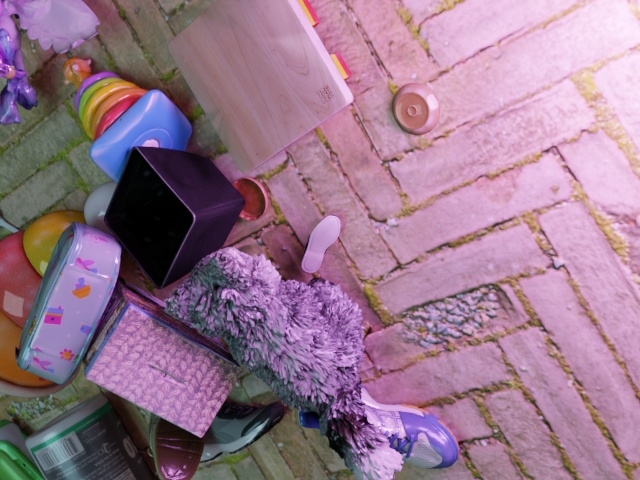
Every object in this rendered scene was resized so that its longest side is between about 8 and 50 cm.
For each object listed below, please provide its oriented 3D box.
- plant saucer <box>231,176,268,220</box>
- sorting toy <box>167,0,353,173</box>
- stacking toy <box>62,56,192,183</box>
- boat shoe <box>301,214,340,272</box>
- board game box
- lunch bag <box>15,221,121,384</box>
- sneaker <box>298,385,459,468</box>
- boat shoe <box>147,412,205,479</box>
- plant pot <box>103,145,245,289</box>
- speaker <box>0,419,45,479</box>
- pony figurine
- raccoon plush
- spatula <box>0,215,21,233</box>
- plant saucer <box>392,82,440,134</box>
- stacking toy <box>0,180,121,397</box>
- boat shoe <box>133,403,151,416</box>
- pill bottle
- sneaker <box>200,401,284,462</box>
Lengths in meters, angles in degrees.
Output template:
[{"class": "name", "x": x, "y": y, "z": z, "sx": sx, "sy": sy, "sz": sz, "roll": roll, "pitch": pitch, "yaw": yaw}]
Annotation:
[{"class": "plant saucer", "x": -0.131, "y": -0.077, "z": 1.576, "sx": 0.083, "sy": 0.013, "sz": 0.084, "roll": 12, "pitch": 115, "yaw": 29}, {"class": "sorting toy", "x": -0.088, "y": -0.284, "z": 1.417, "sx": 0.255, "sy": 0.089, "sz": 0.257, "roll": -29, "pitch": 92, "yaw": 37}, {"class": "stacking toy", "x": -0.397, "y": -0.251, "z": 1.602, "sx": 0.175, "sy": 0.166, "sz": 0.302, "roll": -45, "pitch": 61, "yaw": -3}, {"class": "boat shoe", "x": 0.000, "y": 0.000, "z": 1.509, "sx": 0.046, "sy": 0.038, "sz": 0.125, "roll": 15, "pitch": 123, "yaw": -10}, {"class": "board game box", "x": -0.301, "y": 0.203, "z": 1.573, "sx": 0.232, "sy": 0.291, "sz": 0.141, "roll": 33, "pitch": 87, "yaw": -19}, {"class": "lunch bag", "x": -0.458, "y": 0.110, "z": 1.548, "sx": 0.107, "sy": 0.224, "sz": 0.279, "roll": 23, "pitch": 92, "yaw": -22}, {"class": "sneaker", "x": 0.096, "y": 0.349, "z": 1.534, "sx": 0.296, "sy": 0.131, "sz": 0.112, "roll": 18, "pitch": 116, "yaw": 24}, {"class": "boat shoe", "x": -0.296, "y": 0.373, "z": 1.741, "sx": 0.104, "sy": 0.285, "sz": 0.089, "roll": 14, "pitch": 134, "yaw": -20}, {"class": "plant pot", "x": -0.252, "y": -0.055, "z": 1.556, "sx": 0.188, "sy": 0.167, "sz": 0.187, "roll": 47, "pitch": 127, "yaw": 20}, {"class": "speaker", "x": -0.733, "y": 0.590, "z": 2.163, "sx": 0.296, "sy": 0.131, "sz": 0.131, "roll": 41, "pitch": 125, "yaw": 12}, {"class": "pony figurine", "x": -0.601, "y": -0.390, "z": 1.590, "sx": 0.351, "sy": 0.302, "sz": 0.364, "roll": 59, "pitch": 148, "yaw": 27}, {"class": "raccoon plush", "x": -0.047, "y": 0.179, "z": 1.389, "sx": 0.216, "sy": 0.299, "sz": 0.446, "roll": -53, "pitch": 53, "yaw": 9}, {"class": "spatula", "x": -0.720, "y": 0.021, "z": 1.988, "sx": 0.242, "sy": 0.019, "sz": 0.168, "roll": 30, "pitch": 122, "yaw": 19}, {"class": "plant saucer", "x": 0.147, "y": -0.204, "z": 1.346, "sx": 0.083, "sy": 0.015, "sz": 0.084, "roll": 13, "pitch": 116, "yaw": 28}, {"class": "stacking toy", "x": -0.529, "y": 0.055, "z": 1.742, "sx": 0.351, "sy": 0.350, "sz": 0.480, "roll": 48, "pitch": 111, "yaw": 7}, {"class": "boat shoe", "x": -0.376, "y": 0.349, "z": 1.888, "sx": 0.135, "sy": 0.050, "sz": 0.045, "roll": 41, "pitch": 123, "yaw": 0}, {"class": "pill bottle", "x": -0.491, "y": 0.552, "z": 1.943, "sx": 0.204, "sy": 0.204, "sz": 0.361, "roll": -27, "pitch": 94, "yaw": 37}, {"class": "sneaker", "x": -0.186, "y": 0.373, "z": 1.745, "sx": 0.271, "sy": 0.100, "sz": 0.108, "roll": -27, "pitch": 88, "yaw": 37}]
